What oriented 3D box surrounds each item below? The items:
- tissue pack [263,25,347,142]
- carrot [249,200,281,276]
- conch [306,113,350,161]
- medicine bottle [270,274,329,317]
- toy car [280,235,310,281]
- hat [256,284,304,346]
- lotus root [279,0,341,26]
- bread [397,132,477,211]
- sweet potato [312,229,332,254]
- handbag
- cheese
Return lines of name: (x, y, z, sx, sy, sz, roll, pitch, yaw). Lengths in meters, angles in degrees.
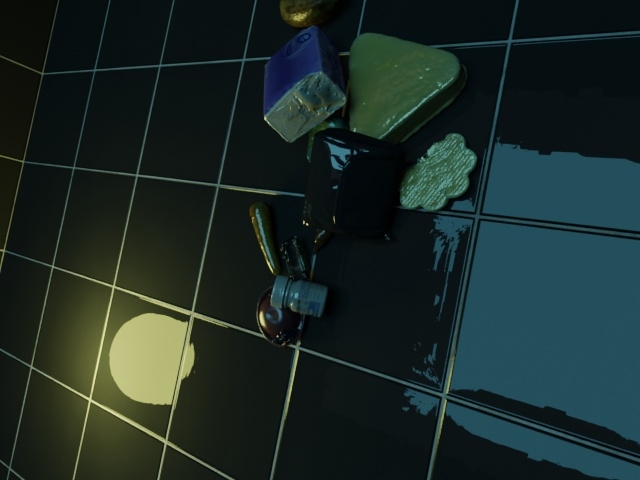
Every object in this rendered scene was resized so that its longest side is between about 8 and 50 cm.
tissue pack: (-0.058, -0.504, 1.538, 0.242, 0.160, 0.339, -33, 39, 25)
carrot: (-0.182, 0.007, 1.667, 0.078, 0.078, 0.299, -23, 75, 27)
conch: (0.030, -0.319, 1.550, 0.176, 0.121, 0.188, 42, 106, 35)
medicine bottle: (-0.064, 0.174, 1.508, 0.167, 0.105, 0.105, 13, 89, 4)
toy car: (-0.076, 0.071, 1.591, 0.071, 0.062, 0.165, -26, 70, 27)
hat: (-0.142, 0.246, 1.590, 0.205, 0.089, 0.206, -5, 81, 30)
lotus root: (-0.027, -0.821, 1.660, 0.260, 0.128, 0.145, 2, 97, 37)
bread: (0.334, -0.181, 1.391, 0.250, 0.039, 0.182, -37, 66, 21)
sweet potato: (0.000, 0.000, 1.571, 0.049, 0.049, 0.117, 41, 115, 29)
handbag: (0.091, -0.149, 1.396, 0.274, 0.177, 0.302, 21, 115, 23)
cheese: (0.256, -0.460, 1.444, 0.383, 0.104, 0.385, -5, 80, 31)
